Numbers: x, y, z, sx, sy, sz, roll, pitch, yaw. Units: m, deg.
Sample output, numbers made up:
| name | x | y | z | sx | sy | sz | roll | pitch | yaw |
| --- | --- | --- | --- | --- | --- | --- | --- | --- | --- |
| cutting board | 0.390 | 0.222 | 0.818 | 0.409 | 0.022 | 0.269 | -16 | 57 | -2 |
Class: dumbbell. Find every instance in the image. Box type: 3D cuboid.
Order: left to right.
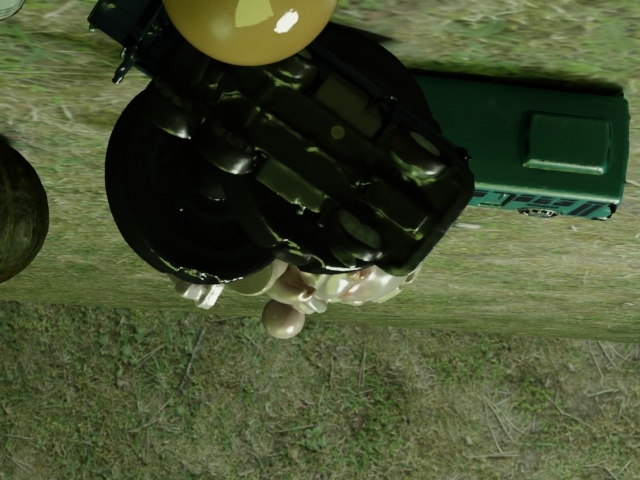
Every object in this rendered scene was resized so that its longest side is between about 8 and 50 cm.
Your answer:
| name | x | y | z | sx | sy | sz | roll | pitch | yaw |
| --- | --- | --- | --- | --- | --- | --- | --- | --- | --- |
| dumbbell | -0.035 | -0.046 | 0.874 | 0.143 | 0.143 | 0.325 | 10 | 171 | -33 |

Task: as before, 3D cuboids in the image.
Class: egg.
| name | x | y | z | sx | sy | sz | roll | pitch | yaw |
| --- | --- | --- | --- | --- | --- | --- | --- | --- | --- |
| egg | -0.027 | -0.116 | 0.591 | 0.080 | 0.080 | 0.096 | 8 | 166 | -23 |

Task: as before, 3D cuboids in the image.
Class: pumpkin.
| name | x | y | z | sx | sy | sz | roll | pitch | yaw |
| --- | --- | --- | --- | --- | --- | --- | --- | --- | --- |
| pumpkin | -0.350 | -0.019 | 1.234 | 0.223 | 0.157 | 0.223 | -2 | -178 | 0 |

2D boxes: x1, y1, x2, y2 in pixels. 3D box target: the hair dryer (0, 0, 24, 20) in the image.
| name | x | y | z | sx | sy | sz | roll | pitch | yaw |
| --- | --- | --- | --- | --- | --- | --- | --- | --- | --- |
| hair dryer | -0.215 | -0.149 | 0.620 | 0.183 | 0.044 | 0.155 | 10 | 169 | -15 |

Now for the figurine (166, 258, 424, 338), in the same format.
| name | x | y | z | sx | sy | sz | roll | pitch | yaw |
| --- | --- | --- | --- | --- | --- | --- | --- | --- | --- |
| figurine | -0.008 | 0.000 | 1.191 | 0.144 | 0.182 | 0.256 | 19 | -174 | 41 |

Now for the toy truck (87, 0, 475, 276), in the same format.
| name | x | y | z | sx | sy | sz | roll | pitch | yaw |
| --- | --- | --- | --- | --- | --- | --- | --- | --- | --- |
| toy truck | -0.020 | -0.067 | 0.697 | 0.201 | 0.074 | 0.088 | 35 | -163 | -5 |

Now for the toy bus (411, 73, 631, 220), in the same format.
| name | x | y | z | sx | sy | sz | roll | pitch | yaw |
| --- | --- | --- | --- | --- | --- | --- | --- | --- | --- |
| toy bus | 0.125 | -0.060 | 0.924 | 0.160 | 0.079 | 0.092 | 6 | 172 | -4 |
